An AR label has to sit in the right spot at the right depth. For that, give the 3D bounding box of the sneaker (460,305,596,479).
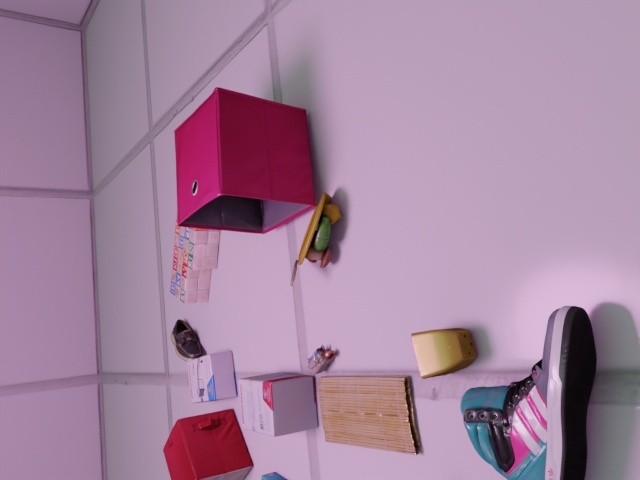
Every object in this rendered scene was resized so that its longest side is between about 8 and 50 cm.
[{"bbox_3d":[0.302,0.231,0.871,0.178,0.124,0.295,9,98,45],"label":"sneaker"}]

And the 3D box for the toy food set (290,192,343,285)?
[{"bbox_3d":[0.000,0.000,1.349,0.128,0.071,0.218,-88,18,-72],"label":"toy food set"}]

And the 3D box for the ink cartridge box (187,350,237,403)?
[{"bbox_3d":[-0.344,0.434,1.826,0.190,0.082,0.139,-27,68,50],"label":"ink cartridge box"}]

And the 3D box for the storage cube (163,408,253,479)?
[{"bbox_3d":[-0.340,0.647,1.730,0.215,0.183,0.193,-60,45,36],"label":"storage cube"}]

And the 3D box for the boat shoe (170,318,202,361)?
[{"bbox_3d":[-0.465,0.342,2.001,0.223,0.080,0.073,32,121,55],"label":"boat shoe"}]

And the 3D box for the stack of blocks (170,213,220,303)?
[{"bbox_3d":[-0.416,0.053,1.922,0.171,0.087,0.297,22,108,53],"label":"stack of blocks"}]

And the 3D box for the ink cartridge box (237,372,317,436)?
[{"bbox_3d":[-0.110,0.404,1.448,0.176,0.127,0.128,-13,80,54],"label":"ink cartridge box"}]

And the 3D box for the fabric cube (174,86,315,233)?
[{"bbox_3d":[-0.192,-0.179,1.419,0.254,0.259,0.258,-23,68,51],"label":"fabric cube"}]

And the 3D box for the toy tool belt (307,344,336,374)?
[{"bbox_3d":[-0.003,0.272,1.362,0.051,0.052,0.083,53,131,29],"label":"toy tool belt"}]

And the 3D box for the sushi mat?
[{"bbox_3d":[0.092,0.369,1.252,0.316,0.019,0.151,-19,76,54],"label":"sushi mat"}]

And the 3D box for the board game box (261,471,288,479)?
[{"bbox_3d":[-0.082,0.705,1.478,0.210,0.047,0.160,-3,88,56],"label":"board game box"}]

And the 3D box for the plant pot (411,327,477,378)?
[{"bbox_3d":[0.223,0.191,1.016,0.083,0.081,0.081,-27,68,41],"label":"plant pot"}]
